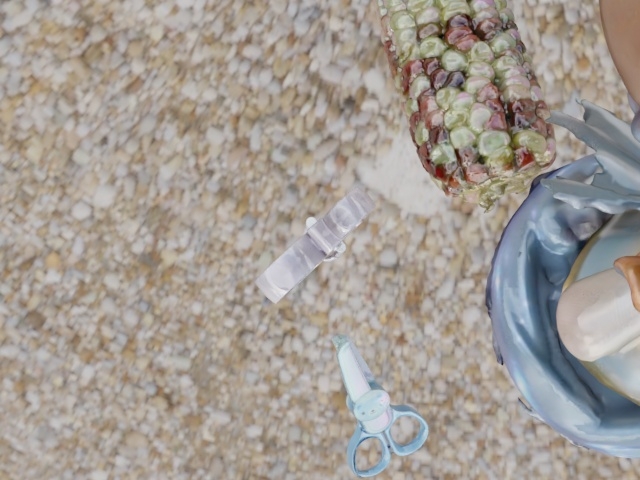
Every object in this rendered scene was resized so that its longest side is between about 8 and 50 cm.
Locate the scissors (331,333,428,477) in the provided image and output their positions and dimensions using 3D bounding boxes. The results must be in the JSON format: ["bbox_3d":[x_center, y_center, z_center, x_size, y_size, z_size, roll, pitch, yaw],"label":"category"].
[{"bbox_3d":[0.064,0.219,1.638,0.125,0.030,0.256,-32,128,-9],"label":"scissors"}]

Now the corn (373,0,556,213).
[{"bbox_3d":[0.076,-0.153,0.804,0.092,0.092,0.281,-24,76,18],"label":"corn"}]

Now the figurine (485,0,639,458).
[{"bbox_3d":[0.220,-0.015,0.530,0.276,0.388,0.248,-2,85,-6],"label":"figurine"}]

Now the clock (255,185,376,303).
[{"bbox_3d":[0.000,0.000,1.020,0.041,0.087,0.129,47,118,2],"label":"clock"}]
